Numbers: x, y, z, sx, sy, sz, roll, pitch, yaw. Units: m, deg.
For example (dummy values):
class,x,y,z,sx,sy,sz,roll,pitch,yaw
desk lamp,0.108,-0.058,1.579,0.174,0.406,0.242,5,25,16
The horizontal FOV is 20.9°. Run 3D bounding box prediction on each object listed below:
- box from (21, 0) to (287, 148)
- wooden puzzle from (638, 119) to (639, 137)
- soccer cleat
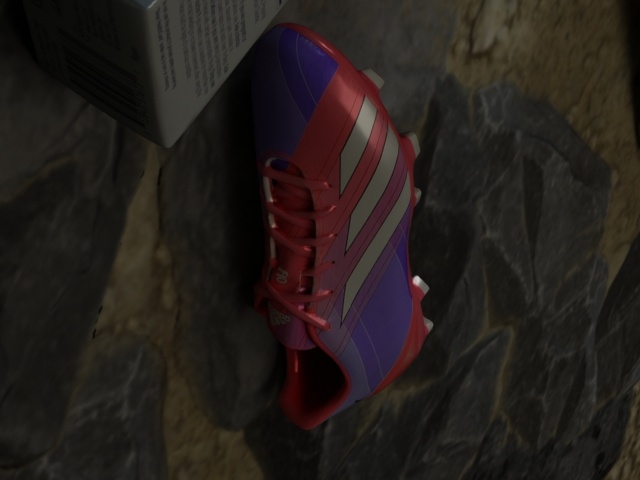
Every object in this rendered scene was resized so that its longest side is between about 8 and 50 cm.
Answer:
class,x,y,z,sx,sy,sz,roll,pitch,yaw
box,-0.052,-0.128,0.685,0.137,0.072,0.126,-53,169,-18
wooden puzzle,0.336,-0.247,1.154,0.322,0.080,0.348,-48,153,-25
soccer cleat,0.000,0.000,0.880,0.095,0.083,0.248,-43,145,-23
